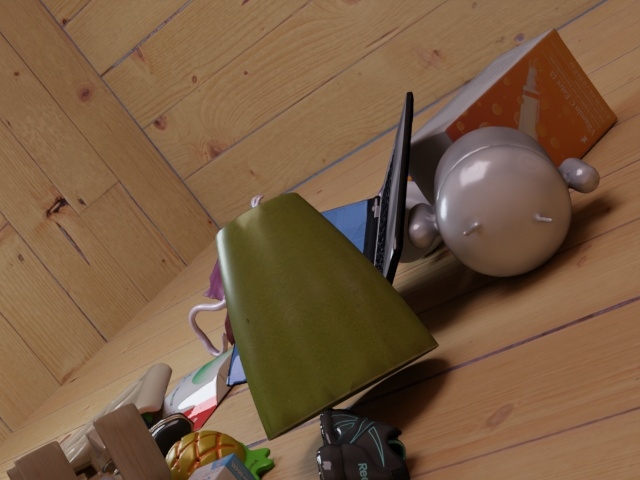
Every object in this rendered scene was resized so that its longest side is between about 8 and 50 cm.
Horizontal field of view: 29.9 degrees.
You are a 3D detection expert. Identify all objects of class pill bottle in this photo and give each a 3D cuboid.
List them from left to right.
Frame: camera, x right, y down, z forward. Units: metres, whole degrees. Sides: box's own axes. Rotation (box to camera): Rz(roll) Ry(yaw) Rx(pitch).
[{"bbox_3d":[0.178,-0.057,2.323,0.152,0.152,0.272,-34,9,21],"label":"pill bottle"}]

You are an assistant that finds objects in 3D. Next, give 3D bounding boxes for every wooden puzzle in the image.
[{"bbox_3d":[-0.466,0.426,2.598,0.348,0.080,0.322,-37,10,5],"label":"wooden puzzle"}]

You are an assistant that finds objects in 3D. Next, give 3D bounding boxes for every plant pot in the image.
[{"bbox_3d":[-0.024,0.091,1.710,0.275,0.293,0.275,-29,-8,-5],"label":"plant pot"}]

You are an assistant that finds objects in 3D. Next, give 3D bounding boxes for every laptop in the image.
[{"bbox_3d":[0.000,0.000,2.037,0.408,0.236,0.382,102,177,-46],"label":"laptop"}]

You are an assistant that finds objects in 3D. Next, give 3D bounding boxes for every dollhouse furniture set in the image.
[{"bbox_3d":[-0.423,0.482,1.812,0.394,0.256,0.362,-24,-12,-32],"label":"dollhouse furniture set"}]

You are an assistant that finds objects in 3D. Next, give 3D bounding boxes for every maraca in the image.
[{"bbox_3d":[-0.159,0.346,1.836,0.186,0.099,0.127,1,33,31],"label":"maraca"}]

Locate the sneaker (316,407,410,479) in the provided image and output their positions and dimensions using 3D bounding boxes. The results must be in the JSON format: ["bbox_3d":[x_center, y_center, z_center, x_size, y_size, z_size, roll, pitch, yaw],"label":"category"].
[{"bbox_3d":[0.054,0.270,1.490,0.106,0.101,0.267,-12,8,2],"label":"sneaker"}]

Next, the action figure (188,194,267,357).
[{"bbox_3d":[-0.165,0.082,2.611,0.276,0.248,0.370,-41,6,-17],"label":"action figure"}]

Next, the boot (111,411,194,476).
[{"bbox_3d":[-0.303,0.411,2.147,0.198,0.077,0.137,-49,12,11],"label":"boot"}]

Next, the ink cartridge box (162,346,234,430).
[{"bbox_3d":[-0.261,0.324,2.427,0.181,0.056,0.224,-31,10,36],"label":"ink cartridge box"}]

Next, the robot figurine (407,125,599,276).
[{"bbox_3d":[0.277,-0.063,1.846,0.300,0.199,0.353,-21,12,10],"label":"robot figurine"}]

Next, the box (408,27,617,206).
[{"bbox_3d":[0.339,-0.191,2.177,0.345,0.215,0.168,-43,11,-29],"label":"box"}]

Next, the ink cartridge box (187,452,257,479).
[{"bbox_3d":[-0.153,0.381,1.647,0.092,0.090,0.143,-30,12,38],"label":"ink cartridge box"}]
